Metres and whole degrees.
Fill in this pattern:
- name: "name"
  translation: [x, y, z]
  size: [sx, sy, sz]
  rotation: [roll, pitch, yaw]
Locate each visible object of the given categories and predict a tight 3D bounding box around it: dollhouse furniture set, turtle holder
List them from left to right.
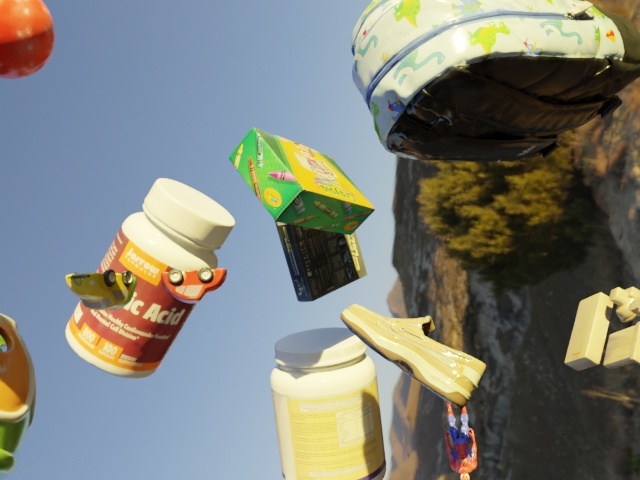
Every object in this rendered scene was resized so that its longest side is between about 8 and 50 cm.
- name: "turtle holder"
  translation: [-0.505, 0.211, 0.801]
  size: [0.320, 0.243, 0.227]
  rotation: [-36, 40, 52]
- name: "dollhouse furniture set"
  translation: [0.459, 0.153, 0.887]
  size: [0.144, 0.123, 0.151]
  rotation: [-62, 4, -28]

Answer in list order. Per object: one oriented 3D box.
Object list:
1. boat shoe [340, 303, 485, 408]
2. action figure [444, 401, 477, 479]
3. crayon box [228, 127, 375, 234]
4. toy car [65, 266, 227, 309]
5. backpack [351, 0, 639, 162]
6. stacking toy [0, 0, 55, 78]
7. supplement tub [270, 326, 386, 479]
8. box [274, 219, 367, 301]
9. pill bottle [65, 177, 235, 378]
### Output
- name: "boat shoe"
  translation: [0.111, 0.121, 0.743]
  size: [0.072, 0.190, 0.068]
  rotation: [-54, -30, -7]
- name: "action figure"
  translation: [0.179, 0.254, 0.791]
  size: [0.030, 0.038, 0.115]
  rotation: [73, -166, -50]
- name: "crayon box"
  translation: [-0.028, -0.105, 1.180]
  size: [0.081, 0.165, 0.278]
  rotation: [-47, -25, 19]
- name: "toy car"
  translation: [-0.287, 0.076, 0.924]
  size: [0.239, 0.225, 0.053]
  rotation: [1, -98, -42]
- name: "backpack"
  translation: [0.210, -0.226, 0.838]
  size: [0.355, 0.273, 0.290]
  rotation: [-23, -9, -35]
- name: "stacking toy"
  translation: [-0.410, -0.190, 0.535]
  size: [0.141, 0.330, 0.141]
  rotation: [173, 90, -67]
- name: "supplement tub"
  translation: [0.015, 0.383, 1.389]
  size: [0.241, 0.241, 0.331]
  rotation: [-28, -68, -74]
- name: "box"
  translation: [0.000, 0.000, 1.389]
  size: [0.183, 0.059, 0.233]
  rotation: [-22, -79, -39]
- name: "pill bottle"
  translation: [-0.360, 0.080, 1.331]
  size: [0.392, 0.224, 0.224]
  rotation: [-58, -9, 10]
